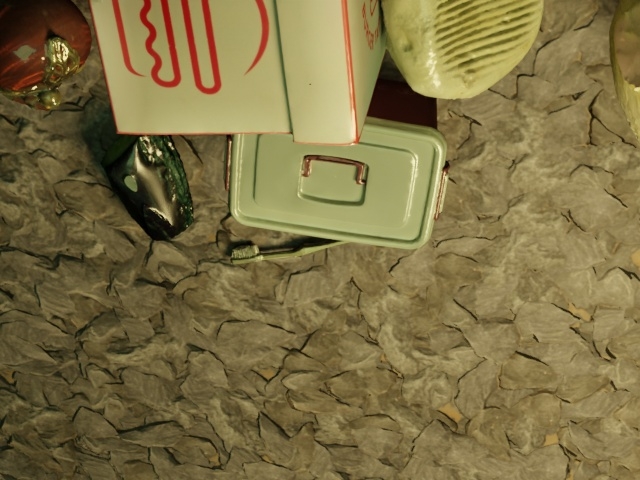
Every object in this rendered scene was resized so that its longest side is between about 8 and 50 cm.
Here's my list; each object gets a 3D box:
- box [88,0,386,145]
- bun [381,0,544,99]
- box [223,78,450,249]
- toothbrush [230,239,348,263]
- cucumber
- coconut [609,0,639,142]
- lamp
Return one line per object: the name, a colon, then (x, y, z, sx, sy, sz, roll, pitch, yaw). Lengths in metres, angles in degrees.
box: (-0.086, -0.319, 1.391, 0.300, 0.314, 0.312, 1, 125, 11)
bun: (0.164, -0.290, 1.464, 0.231, 0.133, 0.231, -17, 121, -30)
box: (0.026, -0.122, 1.599, 0.294, 0.167, 0.193, 8, 127, 2)
toothbrush: (0.002, 0.005, 1.777, 0.294, 0.026, 0.028, -7, 108, 13)
cucumber: (-0.256, -0.085, 1.724, 0.115, 0.086, 0.193, -11, 129, 13)
coconut: (0.476, -0.222, 1.382, 0.254, 0.297, 0.297, -2, 127, -14)
lamp: (-0.378, -0.288, 1.553, 0.215, 0.151, 0.223, -22, 117, 17)
